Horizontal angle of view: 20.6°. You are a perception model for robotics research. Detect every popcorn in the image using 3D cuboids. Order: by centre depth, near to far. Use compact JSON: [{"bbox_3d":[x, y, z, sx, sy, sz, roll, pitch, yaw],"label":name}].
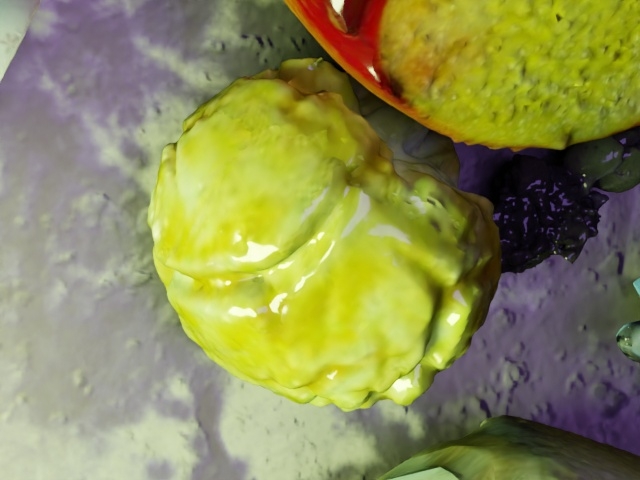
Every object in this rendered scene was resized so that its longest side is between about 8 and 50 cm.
[{"bbox_3d":[0.000,0.000,1.084,0.204,0.184,0.221,-34,102,23],"label":"popcorn"}]

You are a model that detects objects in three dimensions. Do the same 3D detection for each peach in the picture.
[{"bbox_3d":[0.127,-0.244,1.026,0.405,0.335,0.310,-12,55,-28],"label":"peach"}]

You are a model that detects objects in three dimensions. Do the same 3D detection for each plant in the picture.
[{"bbox_3d":[0.163,-0.038,1.178,0.174,0.087,0.085,-41,136,-13],"label":"plant"}]

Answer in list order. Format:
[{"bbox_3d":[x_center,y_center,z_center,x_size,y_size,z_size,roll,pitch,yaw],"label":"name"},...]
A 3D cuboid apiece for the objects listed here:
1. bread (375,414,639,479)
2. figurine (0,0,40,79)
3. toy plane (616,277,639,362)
[{"bbox_3d":[0.113,0.252,1.092,0.264,0.239,0.395,45,79,-12],"label":"bread"},{"bbox_3d":[-0.305,-0.201,1.006,0.315,0.206,0.284,30,90,-20],"label":"figurine"},{"bbox_3d":[0.321,0.028,1.174,0.246,0.169,0.078,-23,55,14],"label":"toy plane"}]
